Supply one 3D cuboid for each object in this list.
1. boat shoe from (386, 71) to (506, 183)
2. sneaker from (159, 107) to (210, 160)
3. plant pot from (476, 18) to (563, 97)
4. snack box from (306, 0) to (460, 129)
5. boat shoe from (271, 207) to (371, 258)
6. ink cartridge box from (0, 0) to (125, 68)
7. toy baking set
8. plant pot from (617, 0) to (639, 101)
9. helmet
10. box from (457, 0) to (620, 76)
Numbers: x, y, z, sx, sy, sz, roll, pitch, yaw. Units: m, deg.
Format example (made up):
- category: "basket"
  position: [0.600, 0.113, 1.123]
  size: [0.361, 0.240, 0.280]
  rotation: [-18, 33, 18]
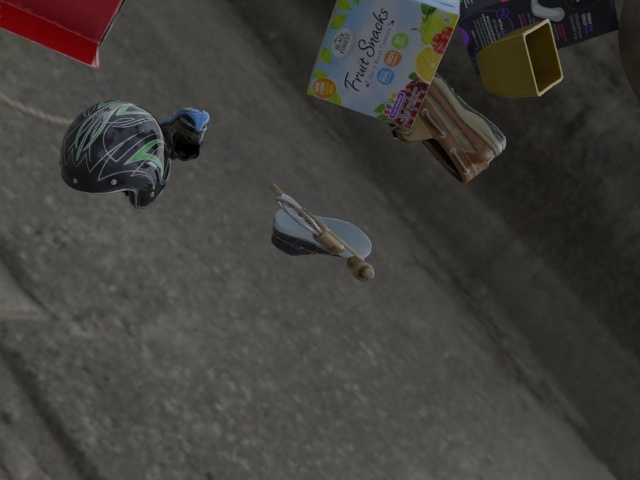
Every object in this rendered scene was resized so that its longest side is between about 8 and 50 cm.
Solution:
- category: "boat shoe"
  position: [0.173, -0.215, 1.866]
  size: [0.324, 0.120, 0.122]
  rotation: [37, -3, -18]
- category: "sneaker"
  position: [-0.247, -0.173, 1.912]
  size: [0.067, 0.078, 0.188]
  rotation: [15, -17, -22]
- category: "plant pot"
  position: [0.249, -0.228, 1.400]
  size: [0.081, 0.083, 0.081]
  rotation: [-34, 113, -47]
- category: "snack box"
  position: [0.092, -0.290, 1.641]
  size: [0.174, 0.207, 0.070]
  rotation: [19, 36, -5]
- category: "boat shoe"
  position: [0.000, 0.000, 1.979]
  size: [0.183, 0.065, 0.083]
  rotation: [20, -31, 2]
- category: "ink cartridge box"
  position: [-0.368, -0.361, 1.257]
  size: [0.309, 0.130, 0.272]
  rotation: [21, 29, -26]
- category: "toy baking set"
  position: [0.001, -0.006, 1.619]
  size: [0.196, 0.030, 0.256]
  rotation: [40, 0, -14]
- category: "plant pot"
  position: [0.743, -0.370, 1.929]
  size: [0.323, 0.323, 0.280]
  rotation: [41, -24, -18]
- category: "helmet"
  position: [-0.319, -0.135, 1.695]
  size: [0.169, 0.169, 0.161]
  rotation: [51, 0, 29]
- category: "box"
  position: [0.374, -0.432, 1.952]
  size: [0.165, 0.270, 0.143]
  rotation: [57, 20, -52]
